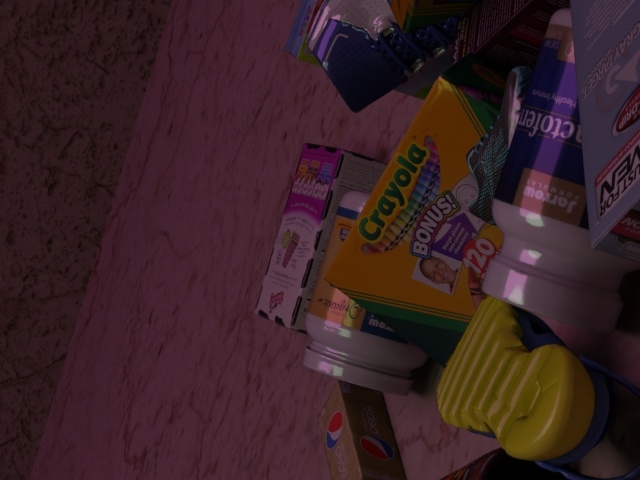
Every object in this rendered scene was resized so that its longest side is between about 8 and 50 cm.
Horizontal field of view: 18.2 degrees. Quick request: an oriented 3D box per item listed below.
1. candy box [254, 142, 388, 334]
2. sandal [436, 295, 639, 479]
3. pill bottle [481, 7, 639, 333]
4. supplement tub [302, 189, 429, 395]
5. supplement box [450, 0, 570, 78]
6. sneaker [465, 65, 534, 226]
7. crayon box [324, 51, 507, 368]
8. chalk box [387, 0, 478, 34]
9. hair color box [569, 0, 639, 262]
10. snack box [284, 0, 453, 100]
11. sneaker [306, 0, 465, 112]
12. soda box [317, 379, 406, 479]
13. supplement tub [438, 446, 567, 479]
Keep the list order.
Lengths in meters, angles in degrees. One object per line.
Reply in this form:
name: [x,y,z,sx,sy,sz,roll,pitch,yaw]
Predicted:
candy box: [0.000,0.000,2.524,0.159,0.071,0.233,-161,88,-71]
sandal: [0.199,0.141,1.749,0.126,0.138,0.317,-63,17,7]
pill bottle: [0.240,-0.061,1.768,0.153,0.153,0.264,-152,78,-71]
supplement tub: [0.066,0.056,2.175,0.144,0.144,0.199,-162,88,-71]
supplement box: [0.238,-0.217,1.940,0.239,0.130,0.073,139,144,-57]
sneaker: [0.169,-0.083,1.861,0.076,0.065,0.166,15,113,31]
crayon box: [0.139,-0.027,1.988,0.081,0.165,0.278,-39,-18,-54]
chalk box: [0.186,-0.362,2.001,0.179,0.289,0.180,103,145,-65]
hair color box: [0.307,-0.145,1.594,0.113,0.185,0.374,127,152,-46]
snack box: [0.087,-0.263,2.283,0.070,0.207,0.174,-133,61,-69]
sneaker: [0.141,-0.260,2.152,0.315,0.127,0.182,-41,32,0]
soda box: [0.045,0.236,2.219,0.181,0.058,0.061,-104,35,-57]
supplement tub: [0.144,0.262,1.845,0.198,0.106,0.106,138,144,-57]
